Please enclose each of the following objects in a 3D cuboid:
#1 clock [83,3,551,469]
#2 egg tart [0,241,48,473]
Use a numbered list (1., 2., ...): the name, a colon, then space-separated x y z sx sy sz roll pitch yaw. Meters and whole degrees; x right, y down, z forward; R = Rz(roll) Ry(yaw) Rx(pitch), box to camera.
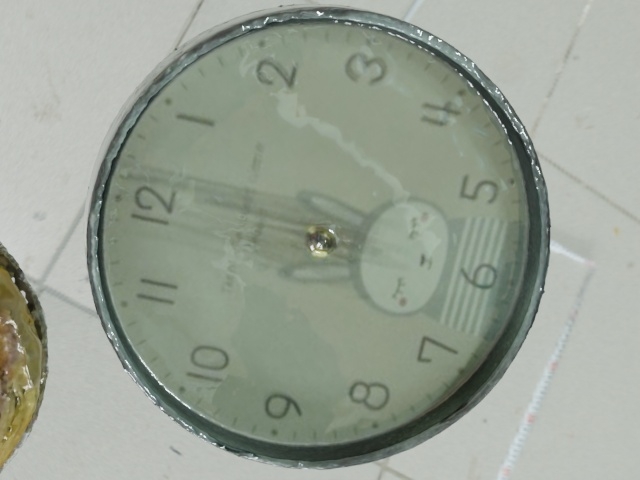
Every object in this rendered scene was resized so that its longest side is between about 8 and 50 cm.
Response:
1. clock: 0.000 0.000 0.475 0.215 0.042 0.214 -1 100 -8
2. egg tart: -0.291 0.073 0.665 0.234 0.094 0.234 -1 100 -7
